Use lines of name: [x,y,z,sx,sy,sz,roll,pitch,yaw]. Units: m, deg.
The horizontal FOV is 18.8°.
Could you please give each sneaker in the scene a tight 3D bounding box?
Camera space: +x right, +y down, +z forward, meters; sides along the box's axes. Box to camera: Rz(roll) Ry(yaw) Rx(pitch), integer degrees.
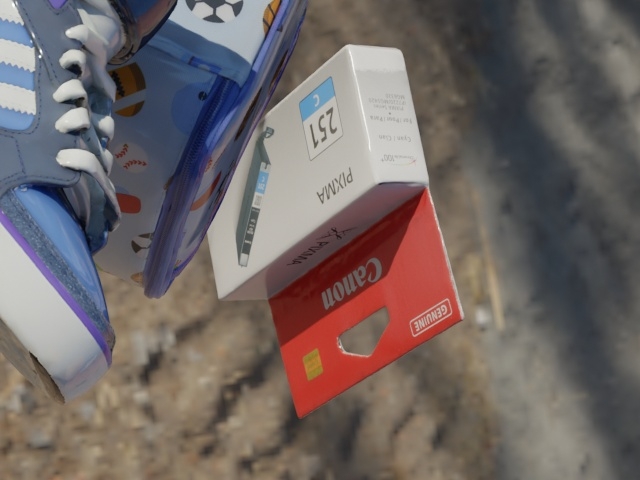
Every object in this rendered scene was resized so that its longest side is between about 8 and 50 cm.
sneaker: [-0.125,-0.098,1.009,0.323,0.236,0.130,53,-14,25]

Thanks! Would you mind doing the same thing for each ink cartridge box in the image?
ink cartridge box: [0.000,0.000,1.782,0.066,0.296,0.261,0,68,-33]

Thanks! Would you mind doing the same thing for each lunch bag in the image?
lunch bag: [-0.079,-0.124,1.285,0.243,0.115,0.303,110,4,-57]
